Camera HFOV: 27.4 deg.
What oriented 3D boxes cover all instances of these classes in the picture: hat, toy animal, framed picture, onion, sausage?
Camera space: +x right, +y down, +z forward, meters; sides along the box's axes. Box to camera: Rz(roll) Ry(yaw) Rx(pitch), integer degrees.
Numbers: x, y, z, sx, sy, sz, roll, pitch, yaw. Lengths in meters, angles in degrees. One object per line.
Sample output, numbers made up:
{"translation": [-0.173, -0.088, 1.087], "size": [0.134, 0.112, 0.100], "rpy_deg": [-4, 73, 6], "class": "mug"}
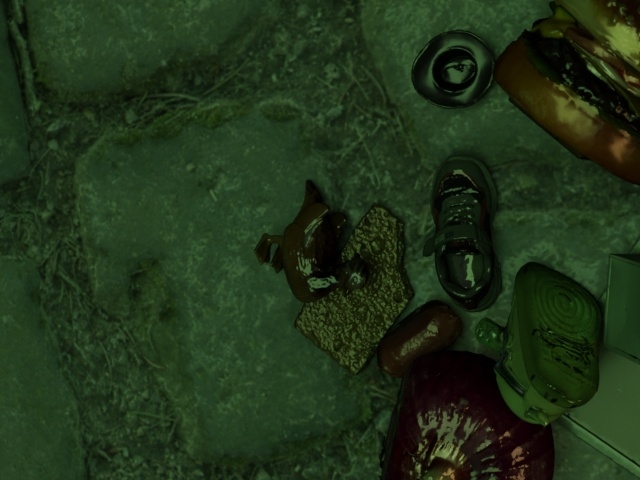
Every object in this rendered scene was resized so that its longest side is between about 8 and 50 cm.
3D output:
{"translation": [0.189, -0.240, 1.851], "size": [0.121, 0.050, 0.121], "rpy_deg": [1, 94, 14], "class": "hat"}
{"translation": [0.000, 0.000, 1.920], "size": [0.179, 0.089, 0.188], "rpy_deg": [2, 77, 33], "class": "toy animal"}
{"translation": [0.462, 0.173, 1.806], "size": [0.232, 0.019, 0.296], "rpy_deg": [35, 107, 15], "class": "framed picture"}
{"translation": [0.206, 0.280, 1.805], "size": [0.256, 0.272, 0.230], "rpy_deg": [26, 103, -21], "class": "onion"}
{"translation": [0.142, 0.144, 1.894], "size": [0.141, 0.076, 0.076], "rpy_deg": [-39, 81, 15], "class": "sausage"}

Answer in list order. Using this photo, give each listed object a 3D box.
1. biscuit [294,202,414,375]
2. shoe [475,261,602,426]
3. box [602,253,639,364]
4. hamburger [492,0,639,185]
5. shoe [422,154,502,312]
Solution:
{"translation": [0.068, 0.072, 1.941], "size": [0.131, 0.026, 0.237], "rpy_deg": [37, 106, 12], "class": "biscuit"}
{"translation": [0.292, 0.132, 1.744], "size": [0.140, 0.262, 0.128], "rpy_deg": [37, 120, -21], "class": "shoe"}
{"translation": [0.447, 0.095, 1.669], "size": [0.086, 0.225, 0.130], "rpy_deg": [1, 97, -11], "class": "box"}
{"translation": [0.375, -0.226, 1.667], "size": [0.291, 0.291, 0.225], "rpy_deg": [42, 112, 12], "class": "hamburger"}
{"translation": [0.192, -0.004, 1.835], "size": [0.099, 0.125, 0.228], "rpy_deg": [-7, 94, 24], "class": "shoe"}
